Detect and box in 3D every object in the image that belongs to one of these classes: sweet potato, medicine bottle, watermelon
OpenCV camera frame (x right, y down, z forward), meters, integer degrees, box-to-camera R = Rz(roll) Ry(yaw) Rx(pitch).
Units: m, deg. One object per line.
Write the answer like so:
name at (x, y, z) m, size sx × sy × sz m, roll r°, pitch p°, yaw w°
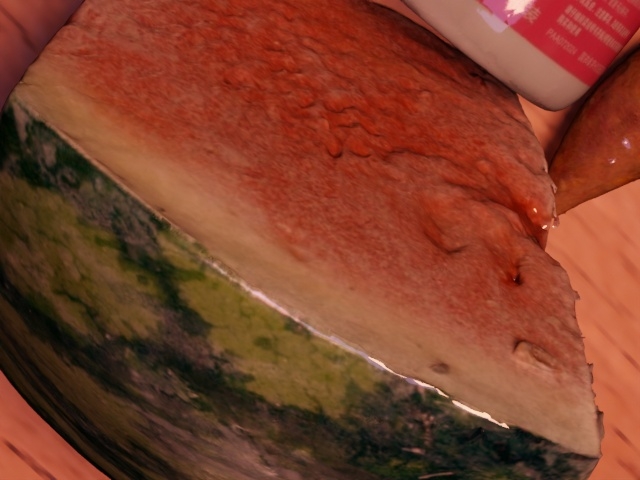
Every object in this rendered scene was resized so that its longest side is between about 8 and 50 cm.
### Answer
sweet potato at (0.162, -0.078, 0.657) m, size 0.218 × 0.051 × 0.065 m, roll -32°, pitch 107°, yaw 6°
medicine bottle at (0.114, -0.151, 0.613) m, size 0.090 × 0.090 × 0.216 m, roll 36°, pitch 101°, yaw -12°
watermelon at (0.000, 0.000, 0.610) m, size 0.213 × 0.262 × 0.201 m, roll 29°, pitch 75°, yaw -7°
